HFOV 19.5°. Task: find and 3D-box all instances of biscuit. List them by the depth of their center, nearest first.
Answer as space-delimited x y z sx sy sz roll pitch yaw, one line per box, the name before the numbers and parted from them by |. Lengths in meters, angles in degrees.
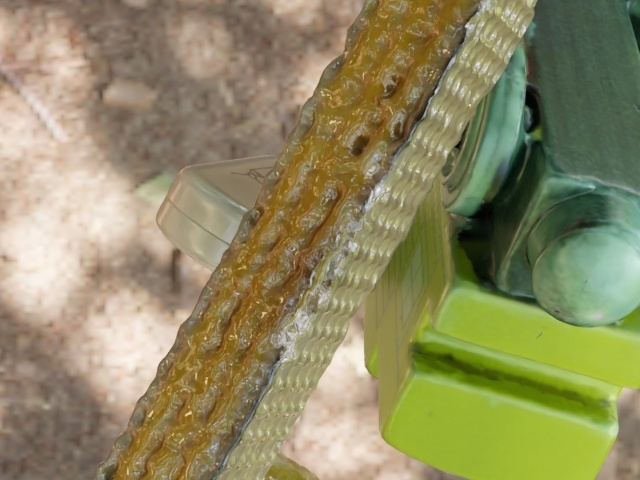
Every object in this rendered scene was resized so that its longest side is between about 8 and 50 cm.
biscuit | 0.000 0.000 0.873 0.378 0.054 0.094 -61 163 4

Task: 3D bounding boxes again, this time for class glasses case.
glasses case | -0.041 -0.017 1.250 0.050 0.083 0.196 -61 167 15

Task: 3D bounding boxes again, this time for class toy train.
toy train | 0.126 -0.045 1.165 0.442 0.179 0.272 -87 -164 -56

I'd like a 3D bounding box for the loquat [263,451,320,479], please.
loquat | -0.082 0.268 1.529 0.213 0.213 0.213 1 88 -50
